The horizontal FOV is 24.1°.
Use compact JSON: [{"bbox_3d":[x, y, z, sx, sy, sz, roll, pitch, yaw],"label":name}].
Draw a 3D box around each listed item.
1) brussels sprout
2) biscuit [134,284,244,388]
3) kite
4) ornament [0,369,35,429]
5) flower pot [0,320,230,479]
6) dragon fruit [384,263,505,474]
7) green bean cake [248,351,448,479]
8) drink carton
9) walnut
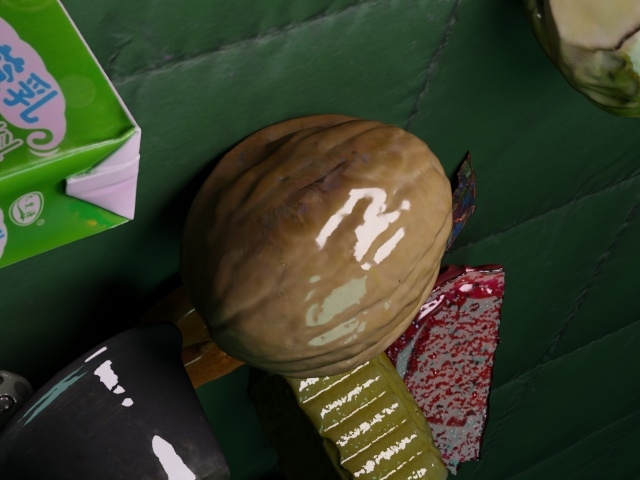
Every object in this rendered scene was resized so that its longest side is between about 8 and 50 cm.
[{"bbox_3d":[0.295,-0.215,1.328,0.244,0.244,0.244,-28,154,-15],"label":"brussels sprout"},{"bbox_3d":[-0.054,0.066,1.557,0.334,0.047,0.202,-21,153,-25],"label":"biscuit"},{"bbox_3d":[0.138,-0.018,1.648,0.159,0.010,0.190,-26,140,-60],"label":"kite"},{"bbox_3d":[-0.321,0.186,1.393,0.075,0.081,0.156,27,122,-37],"label":"ornament"},{"bbox_3d":[-0.181,0.206,1.381,0.235,0.148,0.235,-37,163,-14],"label":"flower pot"},{"bbox_3d":[0.137,0.143,1.804,0.189,0.163,0.261,-40,135,-71],"label":"dragon fruit"},{"bbox_3d":[0.032,0.224,1.679,0.124,0.233,0.236,-29,175,-19],"label":"green bean cake"},{"bbox_3d":[-0.267,-0.054,0.945,0.271,0.161,0.108,-21,152,-23],"label":"drink carton"},{"bbox_3d":[0.000,0.000,1.320,0.261,0.225,0.225,-41,158,-18],"label":"walnut"}]
